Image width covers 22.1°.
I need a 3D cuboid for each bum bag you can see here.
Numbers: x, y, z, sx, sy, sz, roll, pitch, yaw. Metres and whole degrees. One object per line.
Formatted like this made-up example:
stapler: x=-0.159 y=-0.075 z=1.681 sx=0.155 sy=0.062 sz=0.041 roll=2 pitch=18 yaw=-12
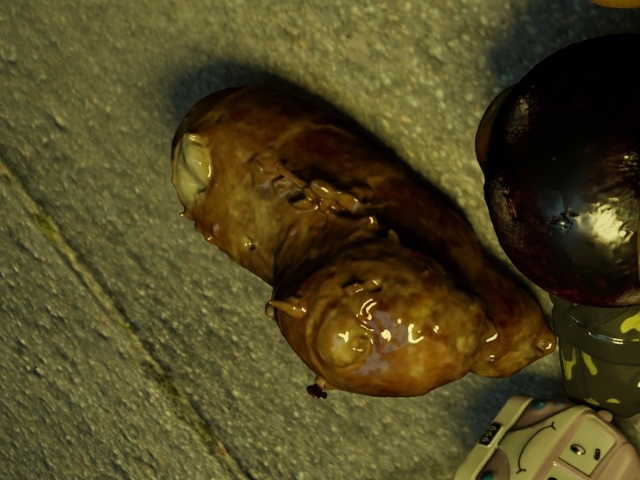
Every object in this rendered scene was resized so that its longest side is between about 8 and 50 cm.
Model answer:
bum bag: x=0.246 y=0.058 z=1.425 sx=0.107 sy=0.060 sz=0.232 roll=6 pitch=126 yaw=32

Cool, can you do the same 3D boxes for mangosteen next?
mangosteen: x=0.211 y=-0.051 z=1.270 sx=0.211 sy=0.211 sz=0.250 roll=57 pitch=161 yaw=-9

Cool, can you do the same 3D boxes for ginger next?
ginger: x=0.000 y=0.000 z=1.479 sx=0.418 sy=0.254 sz=0.176 roll=40 pitch=118 yaw=22

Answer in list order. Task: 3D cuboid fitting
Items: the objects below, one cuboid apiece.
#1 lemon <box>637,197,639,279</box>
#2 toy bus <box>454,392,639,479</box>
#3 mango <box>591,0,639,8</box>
lemon: x=0.370 y=-0.001 z=1.027 sx=0.350 sy=0.350 sz=0.387 roll=40 pitch=131 yaw=12
toy bus: x=0.229 y=0.248 z=1.501 sx=0.142 sy=0.142 sz=0.202 roll=15 pitch=147 yaw=48
mango: x=0.242 y=-0.259 z=1.149 sx=0.136 sy=0.099 sz=0.227 roll=43 pitch=133 yaw=19
